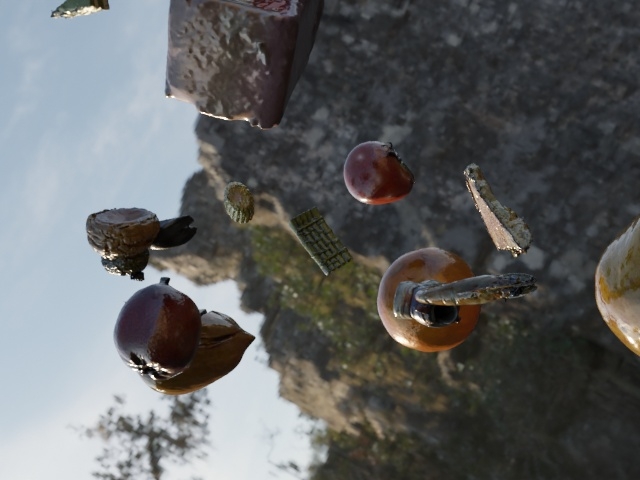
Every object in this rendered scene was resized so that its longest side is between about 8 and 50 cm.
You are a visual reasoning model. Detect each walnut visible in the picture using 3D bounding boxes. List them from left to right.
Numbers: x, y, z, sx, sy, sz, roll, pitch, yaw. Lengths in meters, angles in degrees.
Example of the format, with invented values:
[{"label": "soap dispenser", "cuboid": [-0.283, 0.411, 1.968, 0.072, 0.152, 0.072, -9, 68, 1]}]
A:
[{"label": "walnut", "cuboid": [-0.303, 0.261, 2.294, 0.203, 0.297, 0.203, 170, 90, -81]}]

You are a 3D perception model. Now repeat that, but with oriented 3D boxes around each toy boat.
[{"label": "toy boat", "cuboid": [0.000, 0.000, 1.621, 0.063, 0.115, 0.016, -30, -14, -32]}]

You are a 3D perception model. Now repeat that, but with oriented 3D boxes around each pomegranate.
[{"label": "pomegranate", "cuboid": [0.747, 0.110, 1.942, 0.410, 0.410, 0.410, -59, -13, -23]}]

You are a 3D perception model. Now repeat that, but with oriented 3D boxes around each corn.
[{"label": "corn", "cuboid": [-0.175, -0.082, 2.049, 0.165, 0.063, 0.085, 142, 117, -83]}]

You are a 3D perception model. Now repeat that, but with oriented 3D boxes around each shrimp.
[{"label": "shrimp", "cuboid": [0.322, 0.091, 1.861, 0.169, 0.296, 0.058, -13, -87, -45]}]

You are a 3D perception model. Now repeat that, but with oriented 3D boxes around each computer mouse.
[{"label": "computer mouse", "cuboid": [-0.376, -0.017, 2.421, 0.135, 0.047, 0.079, -22, -65, -16]}]

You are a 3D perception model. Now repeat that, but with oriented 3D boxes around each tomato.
[{"label": "tomato", "cuboid": [0.132, -0.155, 2.261, 0.167, 0.167, 0.167, -59, -13, -23]}]

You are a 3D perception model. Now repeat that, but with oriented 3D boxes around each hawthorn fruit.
[{"label": "hawthorn fruit", "cuboid": [-0.292, 0.156, 1.758, 0.169, 0.169, 0.188, 88, -164, -65]}]

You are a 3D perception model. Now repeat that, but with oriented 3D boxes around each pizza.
[{"label": "pizza", "cuboid": [0.303, -0.033, 1.550, 0.052, 0.185, 0.195, -31, 27, 2]}]

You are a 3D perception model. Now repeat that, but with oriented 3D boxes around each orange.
[{"label": "orange", "cuboid": [0.270, 0.146, 2.363, 0.261, 0.261, 0.261, -59, -13, -23]}]

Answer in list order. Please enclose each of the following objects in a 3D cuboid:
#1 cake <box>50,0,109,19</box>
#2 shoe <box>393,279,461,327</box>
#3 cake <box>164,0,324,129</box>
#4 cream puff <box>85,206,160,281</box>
[{"label": "cake", "cuboid": [-0.435, -0.418, 1.722, 0.140, 0.055, 0.051, -22, -6, 42]}, {"label": "shoe", "cuboid": [0.259, 0.138, 2.059, 0.227, 0.125, 0.099, 6, -90, -50]}, {"label": "cake", "cuboid": [-0.132, -0.371, 1.680, 0.309, 0.237, 0.230, -73, -5, -55]}, {"label": "cream puff", "cuboid": [-0.480, 0.017, 2.348, 0.183, 0.183, 0.169, -39, -48, -63]}]
